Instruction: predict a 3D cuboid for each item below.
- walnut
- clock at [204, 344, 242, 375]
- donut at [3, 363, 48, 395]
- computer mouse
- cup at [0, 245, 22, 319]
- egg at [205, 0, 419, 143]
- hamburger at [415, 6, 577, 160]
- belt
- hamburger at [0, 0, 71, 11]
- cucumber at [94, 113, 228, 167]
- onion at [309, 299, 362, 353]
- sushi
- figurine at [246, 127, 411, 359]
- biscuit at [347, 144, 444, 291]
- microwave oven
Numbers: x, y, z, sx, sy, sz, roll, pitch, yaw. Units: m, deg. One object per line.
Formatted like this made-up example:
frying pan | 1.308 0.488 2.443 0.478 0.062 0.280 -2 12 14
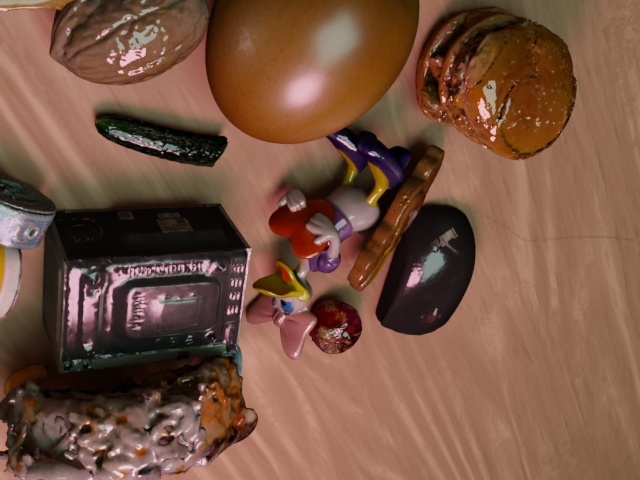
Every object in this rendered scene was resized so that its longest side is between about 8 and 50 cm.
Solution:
walnut | -0.266 -0.302 1.253 0.230 0.178 0.178 -28 127 -9
clock | -0.178 0.227 1.659 0.045 0.108 0.147 12 109 -26
donut | -0.497 0.251 1.548 0.083 0.038 0.067 -22 123 -12
computer mouse | 0.220 0.068 1.774 0.170 0.100 0.269 3 117 -26
cup | -0.582 0.037 1.290 0.279 0.196 0.196 13 112 -42
egg | -0.016 -0.301 1.313 0.282 0.283 0.351 27 114 -36
hamburger | 0.310 -0.270 1.556 0.245 0.211 0.260 -48 124 -2
belt | -0.469 -0.053 1.318 0.163 0.147 0.082 5 116 -62
hamburger | -0.376 -0.462 1.028 0.395 0.277 0.396 -15 124 -23
cucumber | -0.250 -0.157 1.423 0.214 0.052 0.058 10 93 -31
onion | 0.028 0.163 1.739 0.107 0.097 0.107 2 115 5
sushi | -0.320 0.290 1.467 0.417 0.417 0.176 -5 85 -25
figurine | 0.000 -0.005 1.590 0.421 0.154 0.193 -55 147 5
biscuit | 0.141 -0.038 1.630 0.044 0.186 0.295 31 87 6
microwave oven | -0.282 0.075 1.464 0.295 0.181 0.238 -3 121 -26
